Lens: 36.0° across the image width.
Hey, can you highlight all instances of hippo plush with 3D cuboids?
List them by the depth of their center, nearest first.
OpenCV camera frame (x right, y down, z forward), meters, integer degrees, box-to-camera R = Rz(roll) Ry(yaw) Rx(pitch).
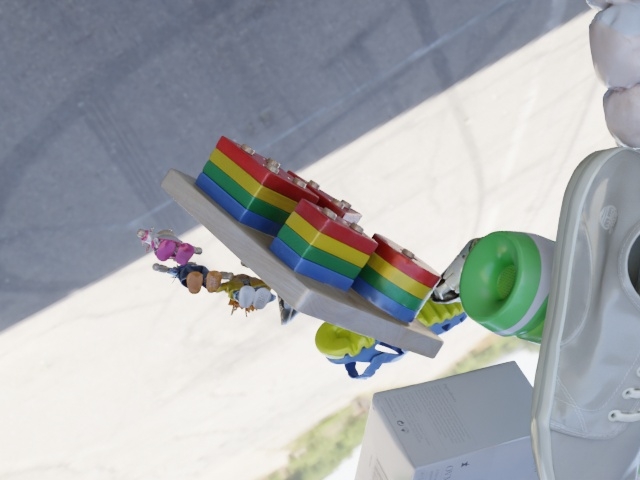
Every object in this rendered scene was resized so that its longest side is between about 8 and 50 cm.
[{"bbox_3d":[0.420,-0.217,1.044,0.237,0.234,0.294,-9,-179,22],"label":"hippo plush"}]

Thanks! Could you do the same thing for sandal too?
[{"bbox_3d":[0.148,0.183,1.964,0.317,0.126,0.138,-19,130,-3],"label":"sandal"}]

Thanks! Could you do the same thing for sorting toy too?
[{"bbox_3d":[0.000,0.000,1.064,0.255,0.257,0.089,25,101,-50],"label":"sorting toy"}]

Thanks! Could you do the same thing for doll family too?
[{"bbox_3d":[-0.167,0.058,1.545,0.263,0.118,0.163,12,-176,-15],"label":"doll family"}]

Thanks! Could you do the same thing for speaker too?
[{"bbox_3d":[0.314,0.078,1.176,0.296,0.131,0.131,17,142,-28],"label":"speaker"}]

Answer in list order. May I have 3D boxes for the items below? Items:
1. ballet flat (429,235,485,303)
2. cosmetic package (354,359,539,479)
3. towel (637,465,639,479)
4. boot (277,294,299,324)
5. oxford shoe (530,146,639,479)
[{"bbox_3d":[0.236,0.064,1.662,0.079,0.077,0.221,-28,167,-20],"label":"ballet flat"},{"bbox_3d":[0.185,0.309,1.383,0.225,0.138,0.224,-11,135,-21],"label":"cosmetic package"},{"bbox_3d":[0.479,0.446,1.449,0.325,0.248,0.038,-57,-147,-4],"label":"towel"},{"bbox_3d":[-0.014,0.115,1.976,0.137,0.077,0.198,-7,163,-11],"label":"boot"},{"bbox_3d":[0.320,0.128,1.034,0.169,0.449,0.130,-14,-157,-38],"label":"oxford shoe"}]
